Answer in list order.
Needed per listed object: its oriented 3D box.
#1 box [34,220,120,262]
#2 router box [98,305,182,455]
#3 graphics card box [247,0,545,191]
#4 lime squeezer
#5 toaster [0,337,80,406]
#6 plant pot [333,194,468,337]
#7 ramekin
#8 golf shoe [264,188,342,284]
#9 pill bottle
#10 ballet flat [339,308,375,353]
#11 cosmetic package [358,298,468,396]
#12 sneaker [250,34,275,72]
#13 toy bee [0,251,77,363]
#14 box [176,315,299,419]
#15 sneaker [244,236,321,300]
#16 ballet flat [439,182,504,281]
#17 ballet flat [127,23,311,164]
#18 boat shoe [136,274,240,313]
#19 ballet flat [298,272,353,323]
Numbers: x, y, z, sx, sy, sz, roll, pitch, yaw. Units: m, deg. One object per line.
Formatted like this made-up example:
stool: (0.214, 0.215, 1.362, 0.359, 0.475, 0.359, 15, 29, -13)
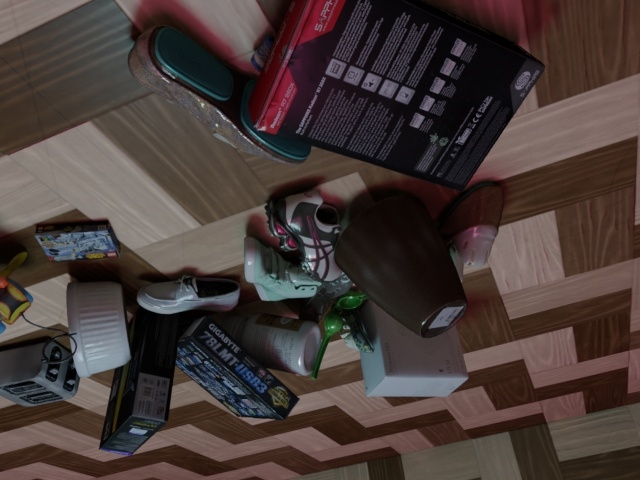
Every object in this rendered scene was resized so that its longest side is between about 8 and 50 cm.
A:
box: (-0.474, 0.003, 1.208, 0.137, 0.027, 0.094, -4, 144, -4)
router box: (-0.408, 0.302, 1.407, 0.081, 0.308, 0.243, 19, 139, -25)
graphics card box: (0.108, -0.223, 0.878, 0.371, 0.094, 0.232, 13, 122, -26)
lime squeezer: (0.063, 0.192, 1.490, 0.310, 0.110, 0.059, -49, 147, 4)
toaster: (-0.737, 0.341, 1.581, 0.186, 0.110, 0.168, -12, 145, 7)
plant pot: (0.175, 0.067, 1.190, 0.215, 0.230, 0.215, -22, 144, -17)
ramekin: (-0.473, 0.184, 1.327, 0.109, 0.207, 0.207, -7, 147, -16)
golf shoe: (0.000, 0.000, 1.233, 0.120, 0.105, 0.273, -26, 143, 13)
pill bottle: (-0.125, 0.245, 1.495, 0.229, 0.131, 0.131, 7, 150, 20)
ballet flat: (0.083, 0.232, 1.514, 0.070, 0.188, 0.070, -3, 111, -9)
cosmetic package: (0.223, 0.267, 1.554, 0.225, 0.224, 0.138, 3, 145, -16)
sneaker: (-0.029, -0.258, 0.891, 0.135, 0.052, 0.058, 10, 138, -25)
toy bee: (-0.609, 0.100, 1.174, 0.298, 0.195, 0.162, 8, 145, 4)
box: (-0.232, 0.315, 1.478, 0.295, 0.073, 0.293, 44, 151, -12)
sneaker: (-0.074, 0.055, 1.300, 0.151, 0.094, 0.256, -5, 156, 7)
ballet flat: (0.287, 0.026, 1.302, 0.116, 0.124, 0.342, 9, 142, -24)
ballet flat: (-0.148, -0.205, 0.921, 0.106, 0.107, 0.316, -11, 146, 42)
boat shoe: (-0.289, 0.110, 1.369, 0.228, 0.079, 0.081, 3, 136, -24)
ballet flat: (0.014, 0.117, 1.455, 0.084, 0.058, 0.250, 27, 133, -4)
